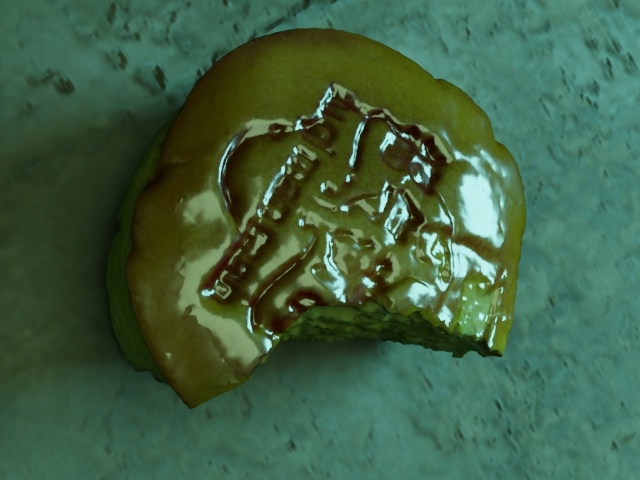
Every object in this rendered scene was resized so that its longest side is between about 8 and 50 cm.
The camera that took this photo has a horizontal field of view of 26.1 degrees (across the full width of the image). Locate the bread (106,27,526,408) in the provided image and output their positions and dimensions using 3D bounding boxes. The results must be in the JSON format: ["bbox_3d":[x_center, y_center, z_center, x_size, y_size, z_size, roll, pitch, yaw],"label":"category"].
[{"bbox_3d":[-0.004,-0.010,0.500,0.156,0.086,0.125,-6,84,-24],"label":"bread"}]
